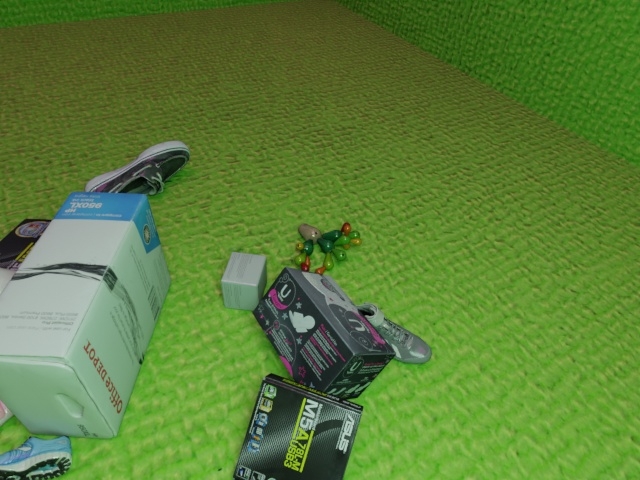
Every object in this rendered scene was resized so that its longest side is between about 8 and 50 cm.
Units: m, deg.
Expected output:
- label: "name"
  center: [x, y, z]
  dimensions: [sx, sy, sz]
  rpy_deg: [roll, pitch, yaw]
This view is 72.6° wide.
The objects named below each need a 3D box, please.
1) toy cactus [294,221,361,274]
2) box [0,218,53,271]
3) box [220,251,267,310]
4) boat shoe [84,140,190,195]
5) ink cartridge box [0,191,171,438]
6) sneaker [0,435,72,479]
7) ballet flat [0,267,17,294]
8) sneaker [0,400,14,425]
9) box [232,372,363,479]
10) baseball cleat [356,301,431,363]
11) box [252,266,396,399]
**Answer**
- label: "toy cactus"
  center: [0.000, 0.000, 1.189]
  dimensions: [0.219, 0.112, 0.181]
  rpy_deg: [-33, 46, -23]
- label: "box"
  center: [-0.666, 0.038, 1.055]
  dimensions: [0.217, 0.060, 0.270]
  rpy_deg: [3, 31, -4]
- label: "box"
  center: [-0.181, 0.099, 1.052]
  dimensions: [0.087, 0.101, 0.101]
  rpy_deg: [6, 43, 3]
- label: "boat shoe"
  center: [-0.526, -0.181, 1.316]
  dimensions: [0.335, 0.121, 0.119]
  rpy_deg: [-37, 65, -23]
- label: "ink cartridge box"
  center: [-0.446, 0.134, 0.853]
  dimensions: [0.167, 0.285, 0.394]
  rpy_deg: [2, 43, -2]
- label: "sneaker"
  center: [-0.520, 0.385, 0.760]
  dimensions: [0.162, 0.063, 0.073]
  rpy_deg: [-5, 27, -17]
- label: "ballet flat"
  center: [-0.767, 0.097, 0.806]
  dimensions: [0.401, 0.139, 0.139]
  rpy_deg: [-13, 45, 2]
- label: "sneaker"
  center: [-0.630, 0.302, 0.831]
  dimensions: [0.134, 0.050, 0.070]
  rpy_deg: [30, 41, 25]
- label: "box"
  center: [-0.038, 0.355, 0.763]
  dimensions: [0.184, 0.045, 0.190]
  rpy_deg: [17, 87, 13]
- label: "baseball cleat"
  center: [0.149, 0.206, 0.971]
  dimensions: [0.206, 0.109, 0.072]
  rpy_deg: [20, 59, 22]
- label: "box"
  center: [0.005, 0.190, 0.906]
  dimensions: [0.163, 0.142, 0.247]
  rpy_deg: [16, 27, -50]
